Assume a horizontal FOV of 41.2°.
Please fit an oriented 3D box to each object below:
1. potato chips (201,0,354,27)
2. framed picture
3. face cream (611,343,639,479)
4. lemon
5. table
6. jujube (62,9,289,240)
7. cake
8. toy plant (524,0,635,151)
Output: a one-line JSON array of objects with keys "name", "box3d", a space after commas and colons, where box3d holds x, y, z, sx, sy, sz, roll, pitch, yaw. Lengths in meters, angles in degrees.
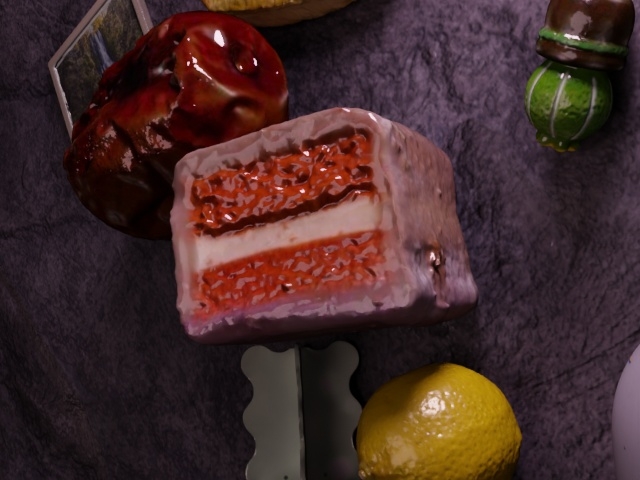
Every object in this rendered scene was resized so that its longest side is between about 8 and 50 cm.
[{"name": "potato chips", "box3d": [-0.035, -0.341, 1.158, 0.406, 0.057, 0.080, -1, 81, 45]}, {"name": "framed picture", "box3d": [-0.389, -0.303, 1.538, 0.324, 0.020, 0.241, -30, 73, 42]}, {"name": "face cream", "box3d": [0.393, 0.167, 0.690, 0.312, 0.219, 0.357, -3, 90, 46]}, {"name": "lemon", "box3d": [0.130, 0.232, 0.975, 0.178, 0.203, 0.178, 41, 140, 46]}, {"name": "table", "box3d": [-0.024, 0.238, 1.165, 0.166, 0.166, 0.199, -10, 80, 45]}, {"name": "jujube", "box3d": [-0.204, -0.149, 1.204, 0.377, 0.276, 0.277, -40, 67, 47]}, {"name": "cake", "box3d": [0.000, 0.000, 0.996, 0.308, 0.230, 0.237, -11, 78, 24]}, {"name": "toy plant", "box3d": [0.260, -0.172, 0.868, 0.092, 0.092, 0.163, 26, 117, 40]}]
